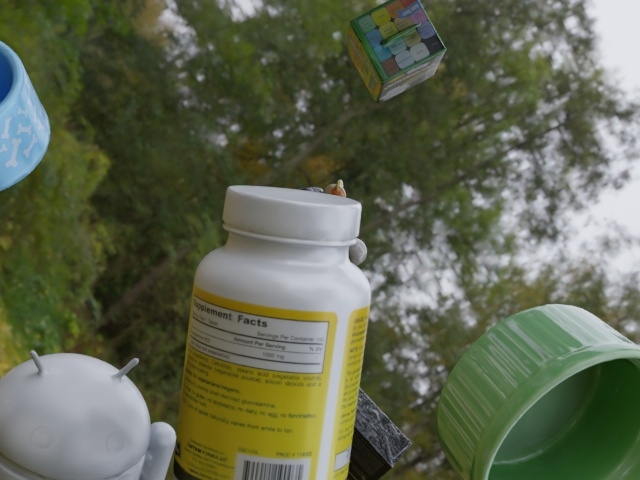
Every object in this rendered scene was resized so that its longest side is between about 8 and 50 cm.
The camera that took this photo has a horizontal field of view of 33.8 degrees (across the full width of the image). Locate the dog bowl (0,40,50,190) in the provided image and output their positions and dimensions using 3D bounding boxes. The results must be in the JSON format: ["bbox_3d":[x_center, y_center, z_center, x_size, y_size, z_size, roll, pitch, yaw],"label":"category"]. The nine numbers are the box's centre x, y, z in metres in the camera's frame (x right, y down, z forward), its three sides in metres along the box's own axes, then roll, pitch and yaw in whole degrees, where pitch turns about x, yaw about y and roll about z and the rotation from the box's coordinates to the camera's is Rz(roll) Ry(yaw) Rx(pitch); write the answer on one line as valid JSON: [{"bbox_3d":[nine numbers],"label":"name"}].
[{"bbox_3d":[-0.392,-0.108,0.922,0.074,0.297,0.166,99,-24,-49],"label":"dog bowl"}]

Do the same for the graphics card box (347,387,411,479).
[{"bbox_3d":[-0.039,0.392,1.888,0.233,0.094,0.371,46,-55,7],"label":"graphics card box"}]

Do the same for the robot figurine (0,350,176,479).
[{"bbox_3d":[-0.325,0.286,1.287,0.200,0.300,0.353,44,-57,45],"label":"robot figurine"}]

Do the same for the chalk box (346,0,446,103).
[{"bbox_3d":[0.134,-0.355,1.903,0.132,0.132,0.213,62,-5,6],"label":"chalk box"}]

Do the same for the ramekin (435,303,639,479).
[{"bbox_3d":[0.296,0.229,1.344,0.148,0.303,0.303,49,-17,52],"label":"ramekin"}]

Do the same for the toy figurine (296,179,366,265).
[{"bbox_3d":[0.000,0.000,2.142,0.213,0.148,0.209,-61,140,-62],"label":"toy figurine"}]

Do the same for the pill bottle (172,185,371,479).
[{"bbox_3d":[-0.048,0.116,1.110,0.188,0.188,0.334,-149,-114,-73],"label":"pill bottle"}]
